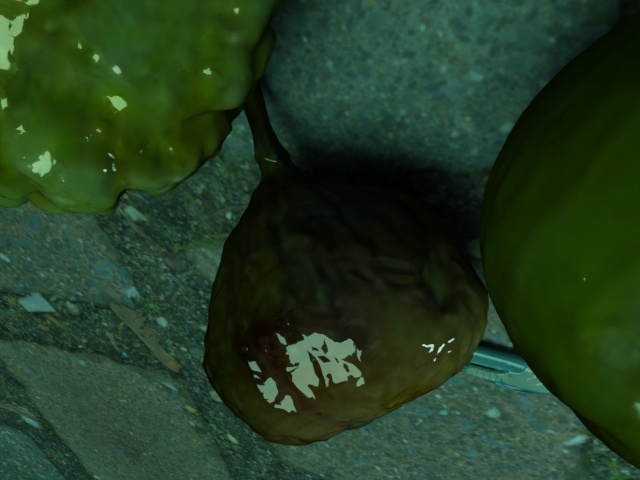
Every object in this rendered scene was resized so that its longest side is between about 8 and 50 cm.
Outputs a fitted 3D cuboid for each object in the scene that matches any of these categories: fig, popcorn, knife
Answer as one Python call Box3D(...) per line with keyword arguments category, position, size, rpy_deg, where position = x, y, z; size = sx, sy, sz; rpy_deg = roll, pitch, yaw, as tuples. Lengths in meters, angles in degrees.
Box3D(category="fig", position=(0.272, -0.017, 0.375), size=(0.343, 0.343, 0.343), rpy_deg=(15, 134, 16))
Box3D(category="fig", position=(0.000, 0.000, 0.615), size=(0.286, 0.286, 0.368), rpy_deg=(-26, 78, 41))
Box3D(category="popcorn", position=(-0.192, -0.183, 0.449), size=(0.293, 0.292, 0.334), rpy_deg=(-15, 108, 37))
Box3D(category="knife", position=(0.176, 0.151, 0.767), size=(0.222, 0.031, 0.064), rpy_deg=(12, 137, 19))
